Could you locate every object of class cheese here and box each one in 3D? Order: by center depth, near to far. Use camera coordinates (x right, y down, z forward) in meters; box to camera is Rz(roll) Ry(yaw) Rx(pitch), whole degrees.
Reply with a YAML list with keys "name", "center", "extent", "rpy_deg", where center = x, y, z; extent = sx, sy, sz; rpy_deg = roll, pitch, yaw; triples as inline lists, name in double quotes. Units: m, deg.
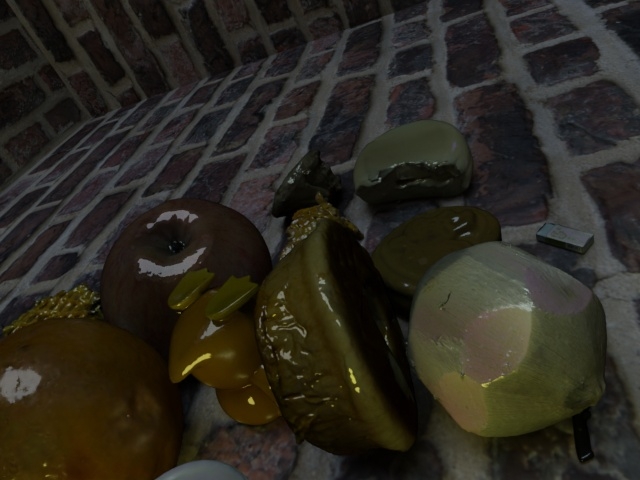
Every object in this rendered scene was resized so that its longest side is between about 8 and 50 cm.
- name: "cheese"
  center: [0.206, -0.168, 1.075]
  extent: [0.266, 0.127, 0.233]
  rpy_deg: [-10, 37, 23]

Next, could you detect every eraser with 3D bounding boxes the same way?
- name: "eraser"
  center: [0.420, -0.005, 0.817]
  extent: [0.038, 0.019, 0.083]
  rpy_deg: [-41, 37, -20]

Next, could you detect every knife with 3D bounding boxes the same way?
- name: "knife"
  center: [0.332, 0.201, 0.605]
  extent: [0.023, 0.010, 0.170]
  rpy_deg: [-6, 37, 26]

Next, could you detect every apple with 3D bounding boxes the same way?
- name: "apple"
  center: [-0.258, 0.071, 0.919]
  extent: [0.345, 0.269, 0.344]
  rpy_deg: [-16, 35, 11]

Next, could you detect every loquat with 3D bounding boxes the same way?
- name: "loquat"
  center: [-0.361, 0.270, 0.670]
  extent: [0.329, 0.328, 0.328]
  rpy_deg: [-17, 35, 12]

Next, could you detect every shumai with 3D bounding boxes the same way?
- name: "shumai"
  center: [-0.025, -0.114, 1.161]
  extent: [0.120, 0.201, 0.201]
  rpy_deg: [36, 58, 6]

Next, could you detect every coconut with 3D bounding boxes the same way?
- name: "coconut"
  center: [0.230, 0.128, 0.586]
  extent: [0.227, 0.227, 0.230]
  rpy_deg: [-31, 35, -8]

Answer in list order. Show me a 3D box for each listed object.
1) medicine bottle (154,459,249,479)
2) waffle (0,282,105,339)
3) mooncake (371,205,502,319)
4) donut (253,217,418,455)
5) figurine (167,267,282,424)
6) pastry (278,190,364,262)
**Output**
- name: "medicine bottle"
  center: [-0.054, 0.332, 0.422]
  extent: [0.170, 0.292, 0.170]
  rpy_deg: [-16, 34, 11]
- name: "waffle"
  center: [-0.664, 0.229, 1.144]
  extent: [0.330, 0.062, 0.329]
  rpy_deg: [-16, 37, 12]
- name: "mooncake"
  center: [0.200, 0.037, 0.819]
  extent: [0.235, 0.117, 0.234]
  rpy_deg: [-15, 38, 12]
- name: "donut"
  center: [0.025, 0.136, 0.646]
  extent: [0.160, 0.330, 0.329]
  rpy_deg: [-28, 33, 16]
- name: "figurine"
  center: [-0.126, 0.165, 0.722]
  extent: [0.215, 0.228, 0.215]
  rpy_deg: [-21, 51, 28]
- name: "pastry"
  center: [0.000, 0.000, 0.998]
  extent: [0.155, 0.102, 0.249]
  rpy_deg: [-9, 37, 20]
